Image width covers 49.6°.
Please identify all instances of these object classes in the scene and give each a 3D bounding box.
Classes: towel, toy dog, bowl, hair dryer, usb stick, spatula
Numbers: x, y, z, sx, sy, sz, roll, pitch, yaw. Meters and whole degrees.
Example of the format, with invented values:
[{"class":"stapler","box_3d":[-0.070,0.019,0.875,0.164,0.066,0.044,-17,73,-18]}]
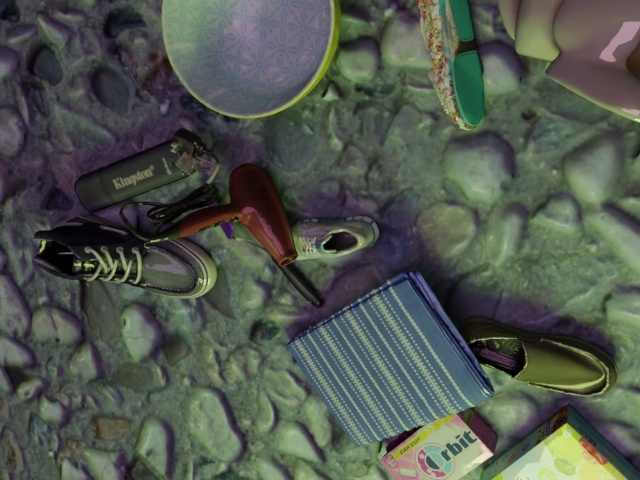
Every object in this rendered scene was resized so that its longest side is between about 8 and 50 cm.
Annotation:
[{"class":"towel","box_3d":[0.107,0.210,1.179,0.336,0.040,0.243,-35,88,42]},{"class":"toy dog","box_3d":[0.423,-0.360,0.785,0.395,0.284,0.408,53,129,48]},{"class":"bowl","box_3d":[-0.087,-0.343,1.088,0.289,0.156,0.289,6,106,20]},{"class":"hair dryer","box_3d":[-0.167,-0.043,1.179,0.293,0.223,0.080,25,155,-2]},{"class":"usb stick","box_3d":[-0.354,-0.123,1.316,0.278,0.045,0.077,-16,96,25]},{"class":"spatula","box_3d":[-0.107,0.019,1.251,0.296,0.084,0.030,40,70,2]}]

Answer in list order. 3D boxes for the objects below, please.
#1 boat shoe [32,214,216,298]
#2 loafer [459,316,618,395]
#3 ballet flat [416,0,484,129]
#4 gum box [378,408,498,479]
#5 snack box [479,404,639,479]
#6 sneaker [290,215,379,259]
[{"class":"boat shoe","box_3d":[-0.378,0.046,1.307,0.340,0.158,0.127,14,109,19]},{"class":"loafer","box_3d":[0.336,0.195,1.093,0.251,0.087,0.094,12,108,19]},{"class":"ballet flat","box_3d":[0.194,-0.284,1.043,0.077,0.091,0.241,0,101,53]},{"class":"gum box","box_3d":[0.201,0.367,1.207,0.107,0.062,0.188,46,115,5]},{"class":"snack box","box_3d":[0.393,0.402,1.134,0.174,0.070,0.207,43,117,6]},{"class":"sneaker","box_3d":[0.000,0.000,1.184,0.191,0.083,0.071,-12,100,26]}]
